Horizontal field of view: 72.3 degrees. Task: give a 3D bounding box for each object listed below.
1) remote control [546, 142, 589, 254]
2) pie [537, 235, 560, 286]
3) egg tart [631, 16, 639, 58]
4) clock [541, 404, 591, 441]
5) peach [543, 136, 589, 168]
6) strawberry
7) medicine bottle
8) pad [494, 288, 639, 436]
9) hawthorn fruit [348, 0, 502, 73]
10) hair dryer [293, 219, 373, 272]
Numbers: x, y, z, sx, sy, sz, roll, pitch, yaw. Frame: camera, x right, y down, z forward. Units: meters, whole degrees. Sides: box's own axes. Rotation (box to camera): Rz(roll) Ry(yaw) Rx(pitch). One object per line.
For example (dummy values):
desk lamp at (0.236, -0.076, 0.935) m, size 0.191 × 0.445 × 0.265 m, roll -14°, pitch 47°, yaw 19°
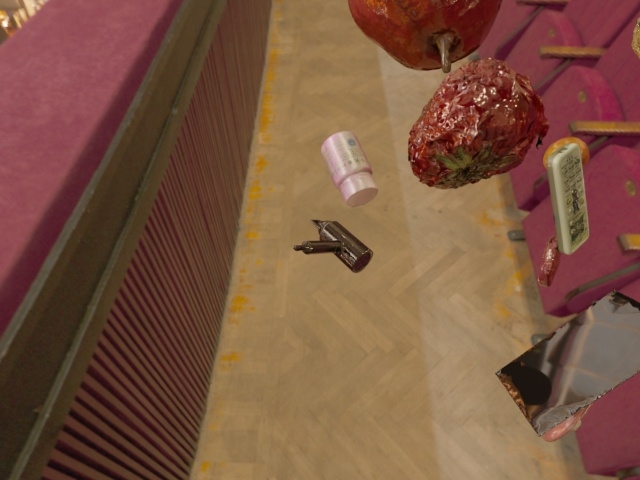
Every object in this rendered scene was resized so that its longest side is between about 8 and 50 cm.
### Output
remote control at (0.750, -0.122, 1.337) m, size 0.128 × 0.335 × 0.065 m, roll -34°, pitch 27°, yaw -25°
pie at (0.780, 0.071, 1.481) m, size 0.049 × 0.182 × 0.182 m, roll 16°, pitch 52°, yaw 31°
egg tart at (1.034, -0.530, 1.200) m, size 0.340 × 0.129 × 0.341 m, roll 1°, pitch 65°, yaw -3°
clock at (0.661, 0.429, 1.163) m, size 0.056 × 0.244 × 0.244 m, roll 34°, pitch 59°, yaw 17°
peach at (0.846, -0.289, 1.509) m, size 0.138 × 0.138 × 0.138 m, roll 1°, pitch 52°, yaw -1°
strawberry at (0.305, -0.236, 0.883) m, size 0.273 × 0.274 × 0.221 m, roll -6°, pitch 70°, yaw -6°
medicine bottle at (0.109, -0.263, 1.621) m, size 0.151 × 0.152 × 0.255 m, roll -17°, pitch 67°, yaw -14°
pad at (0.594, 0.265, 0.997) m, size 0.367 × 0.248 × 0.007 m, roll -40°, pitch 101°, yaw 9°
hawthorn fruit at (0.150, -0.338, 0.592) m, size 0.224 × 0.224 × 0.261 m, roll -7°, pitch 62°, yaw -7°
hair dryer at (0.000, 0.000, 1.145) m, size 0.195 × 0.078 × 0.248 m, roll 42°, pitch 23°, yaw 30°
